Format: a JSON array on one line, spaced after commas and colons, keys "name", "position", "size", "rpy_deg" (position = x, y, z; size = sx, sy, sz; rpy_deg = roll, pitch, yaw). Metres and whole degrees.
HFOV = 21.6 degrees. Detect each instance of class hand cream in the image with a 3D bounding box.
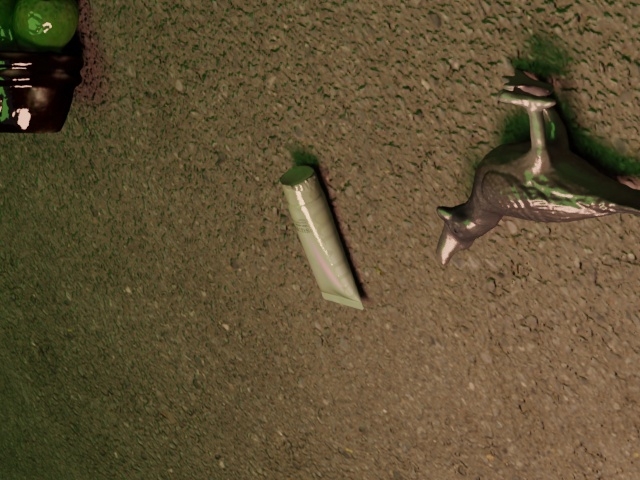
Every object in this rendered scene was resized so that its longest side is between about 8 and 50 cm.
[{"name": "hand cream", "position": [0.000, 0.000, 2.159], "size": [0.078, 0.050, 0.205], "rpy_deg": [12, 132, 45]}]

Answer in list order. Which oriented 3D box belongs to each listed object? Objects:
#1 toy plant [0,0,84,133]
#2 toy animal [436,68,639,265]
[{"name": "toy plant", "position": [-0.423, -0.268, 2.340], "size": [0.218, 0.175, 0.235], "rpy_deg": [5, 95, 40]}, {"name": "toy animal", "position": [0.243, -0.079, 1.780], "size": [0.367, 0.081, 0.205], "rpy_deg": [-5, 111, 43]}]
